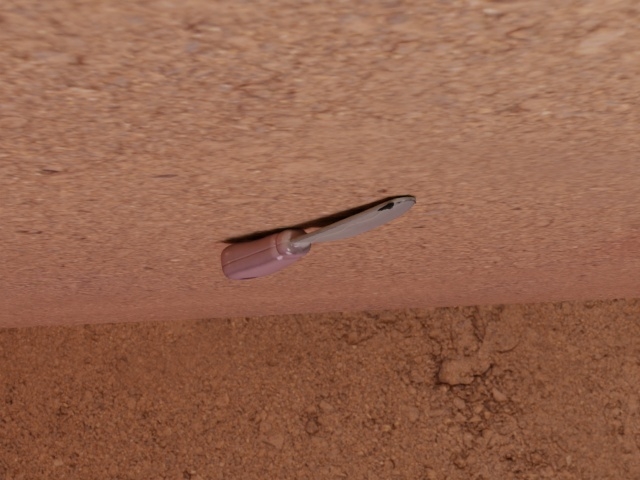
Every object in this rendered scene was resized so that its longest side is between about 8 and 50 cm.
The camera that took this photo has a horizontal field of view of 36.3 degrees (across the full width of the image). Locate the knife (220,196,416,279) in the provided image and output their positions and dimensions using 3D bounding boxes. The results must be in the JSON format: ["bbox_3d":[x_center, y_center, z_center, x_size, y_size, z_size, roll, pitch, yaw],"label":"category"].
[{"bbox_3d":[0.002,0.000,1.054,0.081,0.043,0.336,-3,172,-38],"label":"knife"}]
